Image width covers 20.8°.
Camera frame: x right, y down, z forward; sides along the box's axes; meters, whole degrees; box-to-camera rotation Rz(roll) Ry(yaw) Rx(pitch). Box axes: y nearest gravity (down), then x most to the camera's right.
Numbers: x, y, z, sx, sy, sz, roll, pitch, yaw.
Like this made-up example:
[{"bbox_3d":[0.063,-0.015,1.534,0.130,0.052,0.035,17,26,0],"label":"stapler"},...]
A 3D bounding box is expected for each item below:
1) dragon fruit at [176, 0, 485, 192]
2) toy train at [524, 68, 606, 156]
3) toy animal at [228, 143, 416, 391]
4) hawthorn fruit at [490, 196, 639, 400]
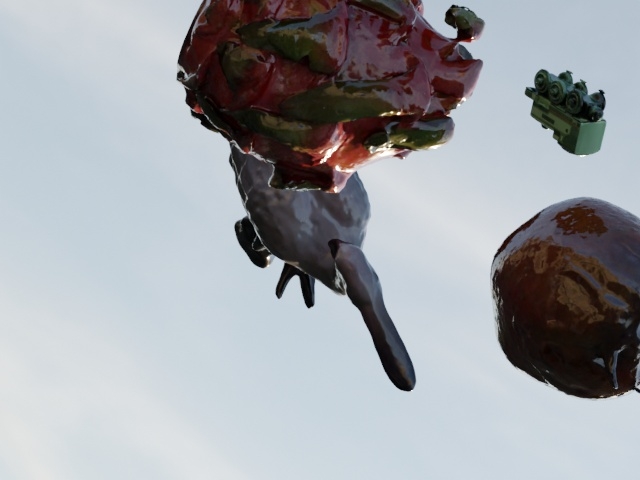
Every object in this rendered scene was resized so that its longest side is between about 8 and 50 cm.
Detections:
[{"bbox_3d":[0.007,-0.108,1.081,0.172,0.160,0.166,25,17,0],"label":"dragon fruit"},{"bbox_3d":[0.201,-0.108,1.433,0.083,0.033,0.053,41,-52,49],"label":"toy train"},{"bbox_3d":[-0.005,-0.017,1.332,0.195,0.090,0.324,66,-10,-16],"label":"toy animal"},{"bbox_3d":[0.110,0.027,0.696,0.081,0.081,0.093,55,-2,-16],"label":"hawthorn fruit"}]
